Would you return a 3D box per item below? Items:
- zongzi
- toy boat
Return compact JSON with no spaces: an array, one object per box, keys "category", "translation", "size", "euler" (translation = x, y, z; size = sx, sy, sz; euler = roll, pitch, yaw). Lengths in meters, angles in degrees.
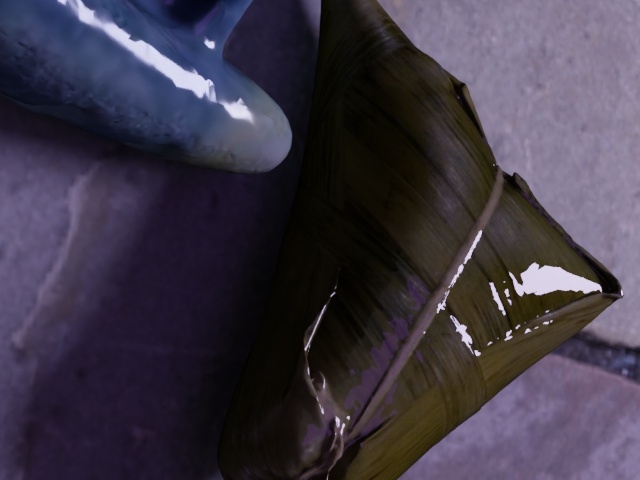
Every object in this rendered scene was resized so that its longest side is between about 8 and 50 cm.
[{"category":"zongzi","translation":[-0.002,0.002,0.821],"size":[0.205,0.094,0.204],"euler":[-37,99,-28]},{"category":"toy boat","translation":[-0.081,-0.157,0.710],"size":[0.330,0.123,0.215],"euler":[40,84,-36]}]
